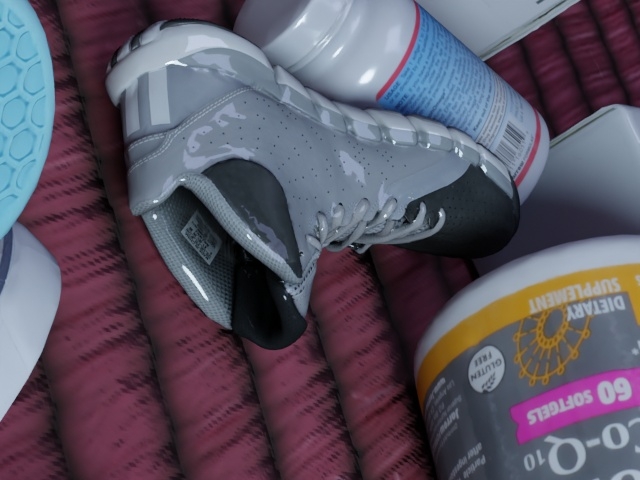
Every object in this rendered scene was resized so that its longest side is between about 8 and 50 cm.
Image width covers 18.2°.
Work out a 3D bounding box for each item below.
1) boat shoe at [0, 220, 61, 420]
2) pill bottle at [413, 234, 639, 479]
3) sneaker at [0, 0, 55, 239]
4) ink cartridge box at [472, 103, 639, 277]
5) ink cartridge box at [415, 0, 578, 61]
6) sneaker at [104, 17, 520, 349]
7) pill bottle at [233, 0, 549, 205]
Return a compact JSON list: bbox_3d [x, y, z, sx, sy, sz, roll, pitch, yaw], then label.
[{"bbox_3d":[-0.165,0.056,0.589,0.088,0.096,0.267,52,38,-18],"label":"boat shoe"},{"bbox_3d":[0.144,0.150,0.873,0.162,0.162,0.278,23,44,-44],"label":"pill bottle"},{"bbox_3d":[-0.251,-0.015,0.520,0.319,0.127,0.208,-27,44,-33],"label":"sneaker"},{"bbox_3d":[0.230,0.048,1.133,0.289,0.121,0.211,3,59,-55],"label":"ink cartridge box"},{"bbox_3d":[0.048,-0.279,1.174,0.226,0.131,0.306,40,36,-28],"label":"ink cartridge box"},{"bbox_3d":[0.000,0.000,0.900,0.228,0.086,0.132,21,49,-31],"label":"sneaker"},{"bbox_3d":[0.035,-0.074,1.002,0.160,0.087,0.087,38,35,-29],"label":"pill bottle"}]
